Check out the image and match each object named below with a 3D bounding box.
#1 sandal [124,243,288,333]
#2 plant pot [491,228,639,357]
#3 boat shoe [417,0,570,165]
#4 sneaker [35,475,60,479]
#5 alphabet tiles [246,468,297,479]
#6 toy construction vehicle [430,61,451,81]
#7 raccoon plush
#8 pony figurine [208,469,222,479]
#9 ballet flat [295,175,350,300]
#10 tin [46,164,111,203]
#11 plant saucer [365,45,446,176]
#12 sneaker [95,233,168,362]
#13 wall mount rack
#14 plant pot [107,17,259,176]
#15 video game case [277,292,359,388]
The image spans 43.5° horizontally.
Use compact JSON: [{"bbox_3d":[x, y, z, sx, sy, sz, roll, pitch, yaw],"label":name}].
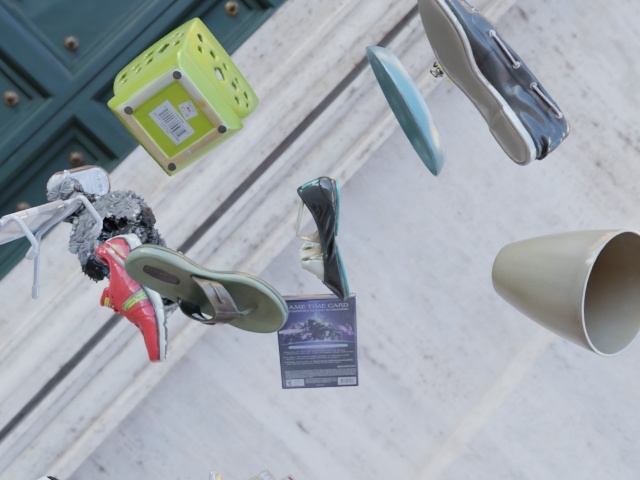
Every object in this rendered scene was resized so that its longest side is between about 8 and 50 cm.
[{"bbox_3d":[-0.206,0.104,1.411,0.303,0.086,0.120,19,-53,-6],"label":"sandal"},{"bbox_3d":[0.505,0.087,1.673,0.274,0.256,0.256,12,-31,51],"label":"plant pot"},{"bbox_3d":[0.274,-0.275,1.280,0.335,0.095,0.112,59,-15,6],"label":"boat shoe"},{"bbox_3d":[-0.584,0.583,1.403,0.130,0.236,0.322,51,26,-33],"label":"sneaker"},{"bbox_3d":[-0.109,0.601,1.758,0.198,0.237,0.009,38,-55,29],"label":"alphabet tiles"},{"bbox_3d":[0.321,-0.419,1.968,0.086,0.035,0.098,5,-17,45],"label":"toy construction vehicle"},{"bbox_3d":[-0.476,0.000,2.016,0.446,0.216,0.299,52,-2,41],"label":"raccoon plush"},{"bbox_3d":[-0.194,0.657,1.472,0.363,0.303,0.351,-77,157,-68],"label":"pony figurine"},{"bbox_3d":[0.000,0.000,1.613,0.095,0.096,0.280,-102,-176,-63],"label":"ballet flat"},{"bbox_3d":[-0.648,-0.143,2.159,0.040,0.190,0.106,-2,-75,40],"label":"tin"},{"bbox_3d":[0.191,-0.285,1.725,0.317,0.044,0.317,61,3,-5],"label":"plant saucer"},{"bbox_3d":[-0.386,0.126,1.633,0.107,0.118,0.279,118,-48,-71],"label":"sneaker"},{"bbox_3d":[-0.640,0.035,1.726,0.130,0.304,0.350,54,28,2],"label":"wall mount rack"},{"bbox_3d":[-0.281,-0.277,1.621,0.228,0.227,0.207,51,19,-24],"label":"plant pot"},{"bbox_3d":[-0.006,0.250,1.969,0.026,0.196,0.274,-91,178,-61],"label":"video game case"}]
